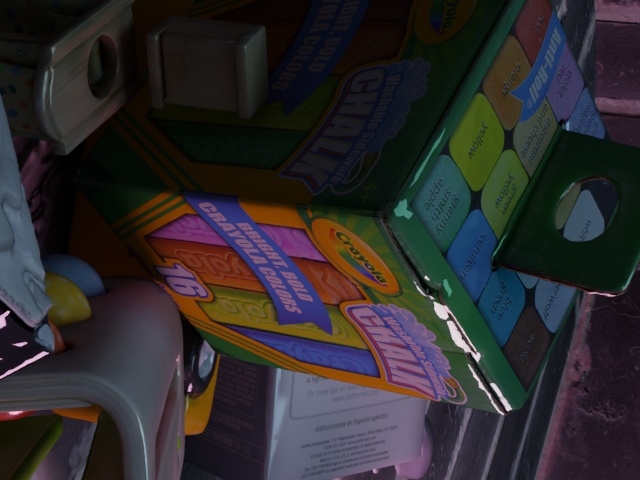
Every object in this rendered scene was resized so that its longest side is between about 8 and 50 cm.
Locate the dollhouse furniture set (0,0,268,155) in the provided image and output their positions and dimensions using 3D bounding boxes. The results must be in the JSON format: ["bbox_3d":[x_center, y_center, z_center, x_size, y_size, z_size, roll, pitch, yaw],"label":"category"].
[{"bbox_3d":[-0.132,-0.132,0.683,0.101,0.182,0.161,-55,148,-54],"label":"dollhouse furniture set"}]

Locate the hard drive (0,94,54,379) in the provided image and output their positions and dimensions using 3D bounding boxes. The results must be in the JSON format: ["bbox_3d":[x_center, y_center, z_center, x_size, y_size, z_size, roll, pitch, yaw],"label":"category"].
[{"bbox_3d":[-0.203,-0.121,0.411,0.339,0.064,0.237,55,9,-50],"label":"hard drive"}]

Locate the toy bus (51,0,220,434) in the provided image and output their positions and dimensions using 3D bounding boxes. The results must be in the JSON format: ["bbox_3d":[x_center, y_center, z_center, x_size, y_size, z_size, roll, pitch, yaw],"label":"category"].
[{"bbox_3d":[-0.095,-0.040,0.953,0.130,0.108,0.333,16,82,-73],"label":"toy bus"}]

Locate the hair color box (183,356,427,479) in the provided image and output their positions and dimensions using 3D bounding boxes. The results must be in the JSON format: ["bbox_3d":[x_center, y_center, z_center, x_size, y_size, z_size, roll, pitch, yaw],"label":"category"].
[{"bbox_3d":[0.000,0.000,1.139,0.185,0.113,0.375,-4,104,-44],"label":"hair color box"}]

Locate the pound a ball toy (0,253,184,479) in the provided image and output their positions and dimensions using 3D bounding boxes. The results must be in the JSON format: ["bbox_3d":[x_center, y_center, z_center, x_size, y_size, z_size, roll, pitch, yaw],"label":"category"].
[{"bbox_3d":[-0.177,0.087,0.672,0.319,0.208,0.136,-106,-166,-83],"label":"pound a ball toy"}]

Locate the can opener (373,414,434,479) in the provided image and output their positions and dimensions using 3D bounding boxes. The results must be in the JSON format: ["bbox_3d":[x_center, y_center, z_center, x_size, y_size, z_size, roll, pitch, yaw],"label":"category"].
[{"bbox_3d":[0.090,0.142,1.598,0.076,0.095,0.283,-50,144,-59],"label":"can opener"}]

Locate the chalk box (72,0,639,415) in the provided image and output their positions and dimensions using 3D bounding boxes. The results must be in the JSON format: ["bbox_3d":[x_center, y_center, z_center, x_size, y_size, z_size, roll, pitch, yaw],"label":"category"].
[{"bbox_3d":[0.046,-0.033,0.780,0.180,0.289,0.179,-60,136,-27],"label":"chalk box"}]
